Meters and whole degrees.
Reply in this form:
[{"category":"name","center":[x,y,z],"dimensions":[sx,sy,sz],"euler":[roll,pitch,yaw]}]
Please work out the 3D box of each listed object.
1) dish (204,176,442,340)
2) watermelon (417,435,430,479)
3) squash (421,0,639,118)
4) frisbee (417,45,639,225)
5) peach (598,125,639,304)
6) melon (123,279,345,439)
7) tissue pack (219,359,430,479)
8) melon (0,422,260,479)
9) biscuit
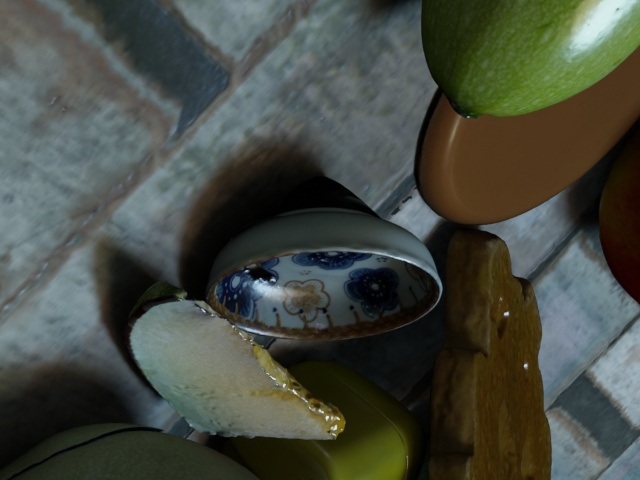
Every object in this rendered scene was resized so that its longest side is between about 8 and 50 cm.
[{"category":"dish","center":[0.000,0.000,1.086],"dimensions":[0.141,0.078,0.141],"euler":[-2,156,-1]},{"category":"watermelon","center":[0.094,0.246,1.473],"dimensions":[0.232,0.127,0.204],"euler":[-39,151,-4]},{"category":"squash","center":[0.144,-0.169,0.974],"dimensions":[0.247,0.132,0.132],"euler":[-50,152,9]},{"category":"frisbee","center":[0.163,-0.107,1.206],"dimensions":[0.251,0.021,0.251],"euler":[-32,148,-23]},{"category":"peach","center":[0.309,-0.013,1.344],"dimensions":[0.190,0.192,0.190],"euler":[-38,145,-33]},{"category":"melon","center":[-0.066,0.066,1.066],"dimensions":[0.182,0.098,0.054],"euler":[46,63,-47]},{"category":"tissue pack","center":[-0.006,0.171,1.238],"dimensions":[0.127,0.123,0.178],"euler":[-22,142,-51]},{"category":"melon","center":[-0.108,0.256,1.067],"dimensions":[0.268,0.268,0.330],"euler":[-32,142,-22]},{"category":"biscuit","center":[0.111,0.144,1.273],"dimensions":[0.301,0.043,0.278],"euler":[-70,153,-47]}]
